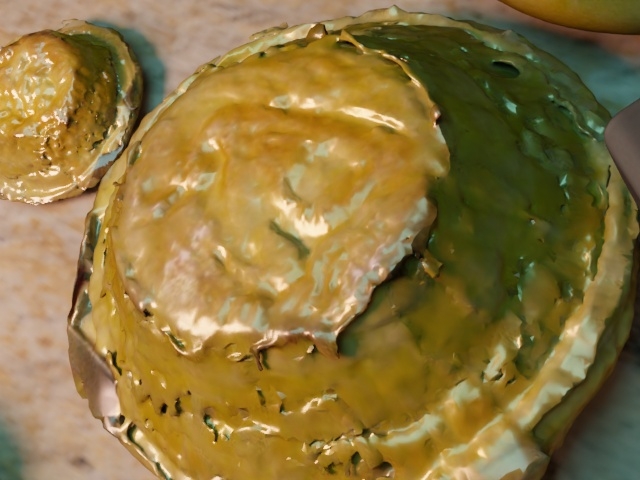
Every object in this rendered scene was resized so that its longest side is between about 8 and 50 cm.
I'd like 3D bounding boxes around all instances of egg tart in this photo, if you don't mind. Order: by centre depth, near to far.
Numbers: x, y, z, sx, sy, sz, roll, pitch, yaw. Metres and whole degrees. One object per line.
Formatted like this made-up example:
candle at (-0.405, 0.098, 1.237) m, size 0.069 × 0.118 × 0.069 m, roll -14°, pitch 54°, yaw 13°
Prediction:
egg tart at (-0.001, 0.000, 0.959) m, size 0.341 × 0.132 × 0.341 m, roll -11°, pitch 62°, yaw 22°
egg tart at (-0.169, -0.083, 1.116) m, size 0.129 × 0.049 × 0.128 m, roll -8°, pitch 67°, yaw 20°

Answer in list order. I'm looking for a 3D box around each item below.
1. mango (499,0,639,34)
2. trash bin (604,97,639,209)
mango at (0.129, -0.200, 1.014) m, size 0.156 × 0.114 × 0.251 m, roll -40°, pitch 71°, yaw -10°
trash bin at (0.232, 0.044, 0.828) m, size 0.101 × 0.177 × 0.236 m, roll -34°, pitch 56°, yaw 9°
